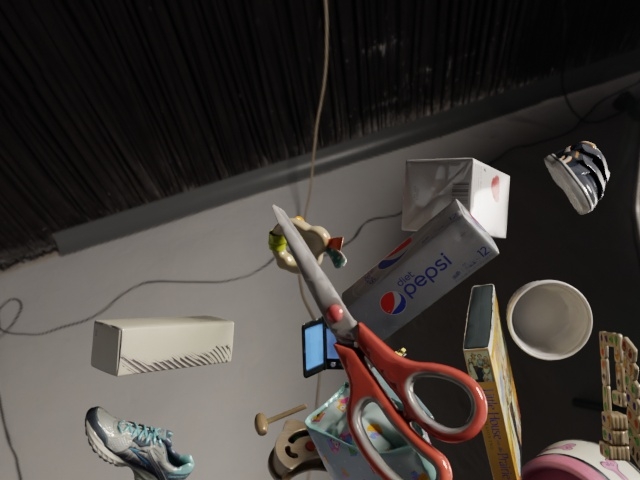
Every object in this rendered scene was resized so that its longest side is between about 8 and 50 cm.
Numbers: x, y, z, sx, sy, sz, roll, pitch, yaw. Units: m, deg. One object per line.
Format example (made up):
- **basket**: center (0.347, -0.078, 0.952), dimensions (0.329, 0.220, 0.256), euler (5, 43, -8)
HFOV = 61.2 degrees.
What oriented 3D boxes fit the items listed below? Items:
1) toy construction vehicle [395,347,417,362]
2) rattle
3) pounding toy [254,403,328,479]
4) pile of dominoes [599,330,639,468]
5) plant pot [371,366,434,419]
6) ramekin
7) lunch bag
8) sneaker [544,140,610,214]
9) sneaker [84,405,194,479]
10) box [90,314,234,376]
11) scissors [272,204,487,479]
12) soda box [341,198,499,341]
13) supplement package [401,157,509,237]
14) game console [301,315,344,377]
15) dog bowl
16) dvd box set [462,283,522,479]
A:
- **toy construction vehicle**: center (0.259, 0.382, 1.684), dimensions (0.086, 0.035, 0.098), euler (39, 41, 22)
- **rattle**: center (0.000, 0.000, 1.143), dimensions (0.199, 0.143, 0.130), euler (-12, 88, 36)
- **pounding toy**: center (-0.047, 0.546, 1.442), dimensions (0.269, 0.155, 0.154), euler (15, 32, -12)
- **pile of dominoes**: center (0.592, 0.313, 1.097), dimensions (0.040, 0.196, 0.251), euler (-1, 82, 10)
- **plant pot**: center (0.144, 0.566, 1.654), dimensions (0.252, 0.248, 0.247), euler (-12, 43, -31)
- **ramekin**: center (0.592, 0.202, 1.430), dimensions (0.207, 0.109, 0.207), euler (0, 93, 6)
- **lunch bag**: center (0.128, 0.402, 0.988), dimensions (0.160, 0.223, 0.262), euler (-36, 21, -34)
- **sneaker**: center (0.666, -0.175, 1.376), dimensions (0.127, 0.126, 0.321), euler (-26, 18, 21)
- **sneaker**: center (-0.402, 0.455, 1.225), dimensions (0.122, 0.283, 0.110), euler (-39, 21, 4)
- **box**: center (-0.319, 0.211, 1.122), dimensions (0.113, 0.275, 0.094), euler (3, 89, 42)
- **scissors**: center (0.015, 0.086, 0.481), dimensions (0.297, 0.021, 0.109), euler (42, 96, 28)
- **soda box**: center (0.168, 0.061, 0.970), dimensions (0.286, 0.098, 0.091), euler (-42, 12, 19)
- **supplement package**: center (0.353, -0.100, 1.381), dimensions (0.175, 0.293, 0.177), euler (3, 90, 35)
- **game console**: center (0.018, 0.231, 1.169), dimensions (0.107, 0.071, 0.122), euler (-1, 98, 7)
- **dog bowl**: center (0.651, 0.728, 1.373), dimensions (0.150, 0.408, 0.408), euler (6, 45, -33)
- **dvd box set**: center (0.436, 0.362, 1.344), dimensions (0.062, 0.420, 0.307), euler (-9, 18, 23)
